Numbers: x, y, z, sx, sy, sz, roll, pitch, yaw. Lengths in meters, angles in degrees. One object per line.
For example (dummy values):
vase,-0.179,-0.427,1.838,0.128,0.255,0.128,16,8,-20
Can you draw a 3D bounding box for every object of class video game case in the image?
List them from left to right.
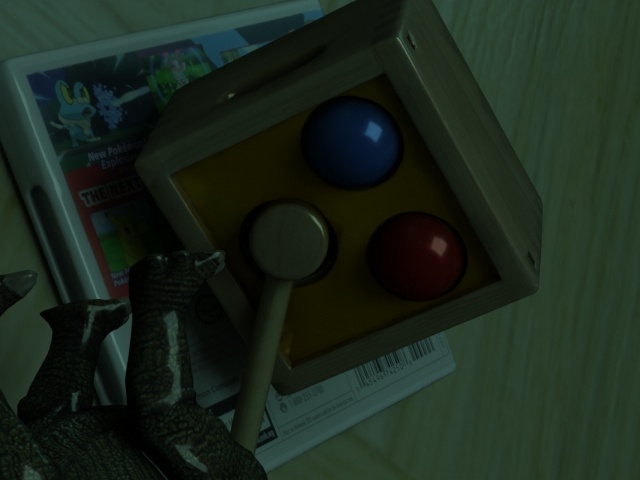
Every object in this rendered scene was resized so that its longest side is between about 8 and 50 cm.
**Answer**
video game case,-0.034,-0.001,0.748,0.201,0.023,0.183,-21,91,-51

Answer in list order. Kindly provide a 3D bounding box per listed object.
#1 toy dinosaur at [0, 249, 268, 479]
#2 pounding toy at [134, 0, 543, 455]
toy dinosaur,-0.090,0.093,0.542,0.313,0.121,0.160,-2,77,-46
pounding toy,0.000,0.000,0.676,0.130,0.141,0.100,59,20,-19
